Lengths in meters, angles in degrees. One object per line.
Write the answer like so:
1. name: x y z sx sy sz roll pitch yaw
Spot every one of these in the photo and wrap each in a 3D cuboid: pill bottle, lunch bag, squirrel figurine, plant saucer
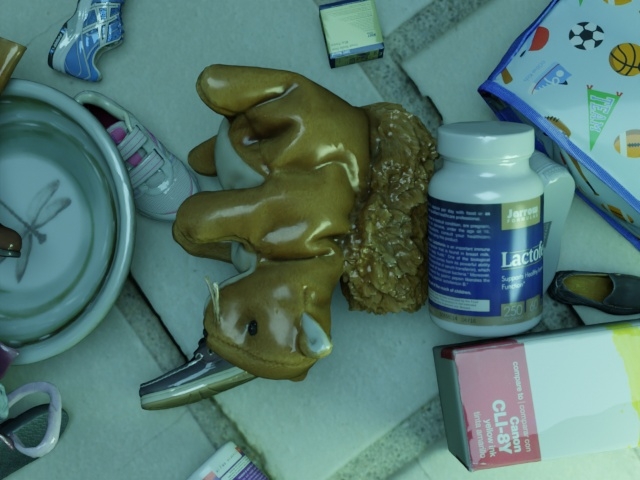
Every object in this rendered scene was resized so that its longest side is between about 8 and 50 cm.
1. pill bottle: -0.100 0.384 1.663 0.108 0.108 0.193 -44 85 -4
2. lunch bag: 0.458 -0.201 1.658 0.385 0.239 0.328 41 88 -3
3. squirrel figurine: 0.000 0.000 1.591 0.397 0.281 0.370 2 69 -16
4. pill bottle: 0.216 -0.019 1.563 0.153 0.153 0.264 -2 105 0
5. plant saucer: -0.430 -0.026 1.688 0.401 0.100 0.400 0 91 15

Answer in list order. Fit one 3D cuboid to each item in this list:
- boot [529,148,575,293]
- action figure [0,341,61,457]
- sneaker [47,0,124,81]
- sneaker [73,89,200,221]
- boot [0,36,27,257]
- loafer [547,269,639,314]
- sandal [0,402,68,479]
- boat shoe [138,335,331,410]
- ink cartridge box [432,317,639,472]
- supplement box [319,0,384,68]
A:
1. boot: 0.276 -0.018 1.696 0.095 0.123 0.258 -7 126 -31
2. action figure: -0.556 0.241 1.645 0.276 0.248 0.370 29 123 -25
3. sneaker: -0.320 -0.332 1.764 0.081 0.080 0.211 29 95 -3
4. sneaker: -0.280 -0.121 1.717 0.252 0.111 0.103 40 86 4
5. boot: -0.465 -0.139 1.618 0.264 0.096 0.280 28 91 22
6. loafer: 0.416 0.074 1.713 0.170 0.061 0.062 3 83 0
7. sandal: -0.476 0.307 1.690 0.254 0.097 0.054 -36 58 -4
8. boat shoe: -0.129 0.160 1.696 0.285 0.103 0.092 -21 79 -5
9. ink cartridge box: 0.361 0.193 1.591 0.385 0.279 0.160 -8 85 0
10. supplement box: 0.046 -0.308 1.760 0.083 0.056 0.083 -12 84 -1
